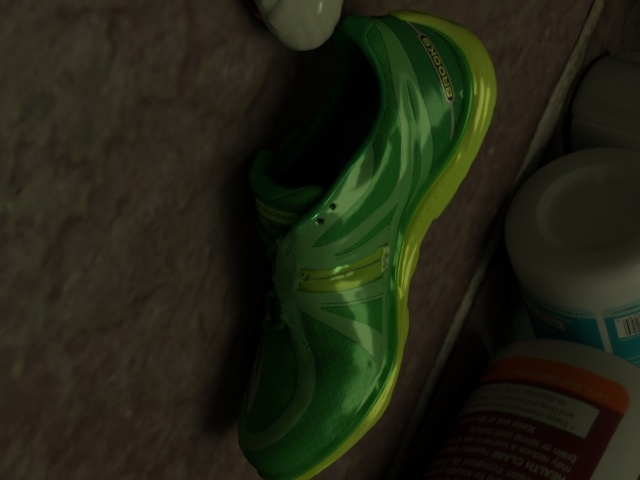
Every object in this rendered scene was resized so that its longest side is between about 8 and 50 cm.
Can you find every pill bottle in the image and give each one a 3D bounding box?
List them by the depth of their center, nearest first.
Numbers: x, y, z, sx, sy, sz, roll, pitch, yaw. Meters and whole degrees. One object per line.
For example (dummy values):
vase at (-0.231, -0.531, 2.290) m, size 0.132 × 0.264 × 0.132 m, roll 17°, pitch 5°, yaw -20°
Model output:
pill bottle at (0.138, 0.289, 1.164) m, size 0.392 × 0.224 × 0.224 m, roll -56°, pitch 147°, yaw -23°
pill bottle at (0.245, 0.059, 1.270) m, size 0.146 × 0.146 × 0.264 m, roll -54°, pitch 143°, yaw -26°

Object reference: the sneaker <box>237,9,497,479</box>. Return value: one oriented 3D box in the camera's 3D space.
sneaker at (0.000, 0.000, 0.921) m, size 0.123 × 0.109 × 0.295 m, roll 14°, pitch 99°, yaw -34°

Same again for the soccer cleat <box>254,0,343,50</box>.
soccer cleat at (-0.003, -0.183, 0.810) m, size 0.068 × 0.076 × 0.196 m, roll -41°, pitch 139°, yaw -41°

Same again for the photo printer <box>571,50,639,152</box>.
photo printer at (0.371, -0.018, 1.283) m, size 0.107 × 0.307 × 0.256 m, roll -54°, pitch 145°, yaw -26°
